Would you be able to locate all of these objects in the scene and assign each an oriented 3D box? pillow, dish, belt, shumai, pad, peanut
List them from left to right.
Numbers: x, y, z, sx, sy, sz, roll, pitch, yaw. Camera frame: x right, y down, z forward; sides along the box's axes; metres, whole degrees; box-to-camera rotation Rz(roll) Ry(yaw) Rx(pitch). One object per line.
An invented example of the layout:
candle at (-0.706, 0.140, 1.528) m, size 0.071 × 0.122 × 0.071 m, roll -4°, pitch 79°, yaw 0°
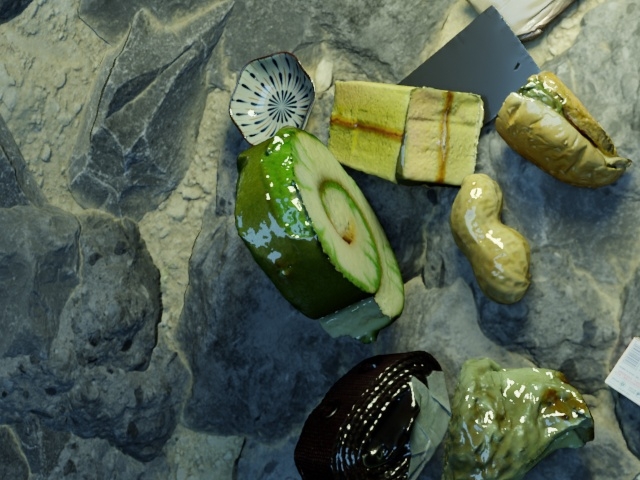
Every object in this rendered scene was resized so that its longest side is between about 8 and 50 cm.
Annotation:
dish at (-0.080, -0.263, 1.592) m, size 0.190 × 0.066 × 0.191 m, roll -3°, pitch 83°, yaw 26°
belt at (0.100, 0.306, 1.354) m, size 0.184 × 0.289 × 0.164 m, roll 50°, pitch 150°, yaw -15°
pad at (0.241, -0.264, 1.448) m, size 0.265 × 0.009 × 0.159 m, roll -37°, pitch 77°, yaw 28°
peanut at (0.282, -0.003, 1.389) m, size 0.103 × 0.098 × 0.229 m, roll -18°, pitch 76°, yaw -20°
shumai at (0.302, 0.328, 1.296) m, size 0.222 × 0.225 × 0.261 m, roll 14°, pitch 99°, yaw 13°
pillow at (0.376, -0.467, 1.395) m, size 0.270 × 0.067 × 0.173 m, roll -44°, pitch 76°, yaw 16°

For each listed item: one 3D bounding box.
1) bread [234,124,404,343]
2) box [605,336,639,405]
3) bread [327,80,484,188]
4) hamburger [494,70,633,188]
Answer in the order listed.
bread at (0.000, 0.000, 1.370) m, size 0.129 × 0.366 × 0.382 m, roll -28°, pitch 91°, yaw 19°
box at (0.521, 0.219, 1.288) m, size 0.125 × 0.043 × 0.089 m, roll 36°, pitch 101°, yaw 23°
bread at (0.146, -0.199, 1.484) m, size 0.264 × 0.163 × 0.168 m, roll 28°, pitch 114°, yaw 57°
hamburger at (0.383, -0.158, 1.330) m, size 0.135 × 0.155 × 0.208 m, roll -44°, pitch 77°, yaw 20°
